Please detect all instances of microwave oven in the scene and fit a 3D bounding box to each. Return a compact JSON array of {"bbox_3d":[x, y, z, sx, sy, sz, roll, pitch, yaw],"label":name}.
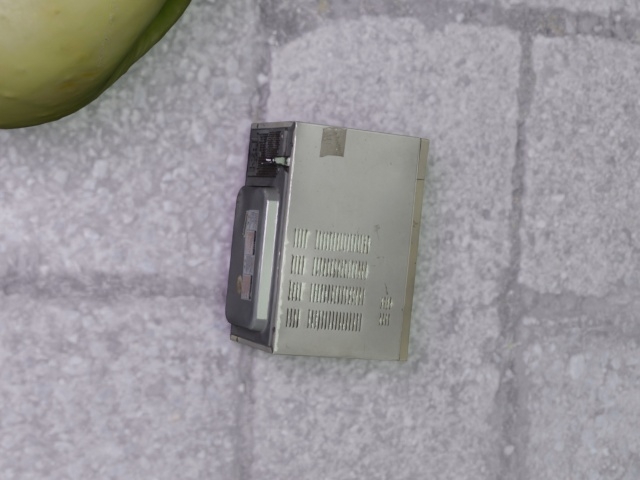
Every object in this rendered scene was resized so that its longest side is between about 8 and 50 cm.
[{"bbox_3d":[0.000,0.000,1.490,0.194,0.145,0.240,5,91,-21],"label":"microwave oven"}]

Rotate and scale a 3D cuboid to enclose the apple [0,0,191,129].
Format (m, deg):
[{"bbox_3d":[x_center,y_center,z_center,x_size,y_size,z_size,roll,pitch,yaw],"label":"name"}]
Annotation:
[{"bbox_3d":[-0.280,-0.330,1.192,0.473,0.473,0.473,-2,94,-23],"label":"apple"}]
